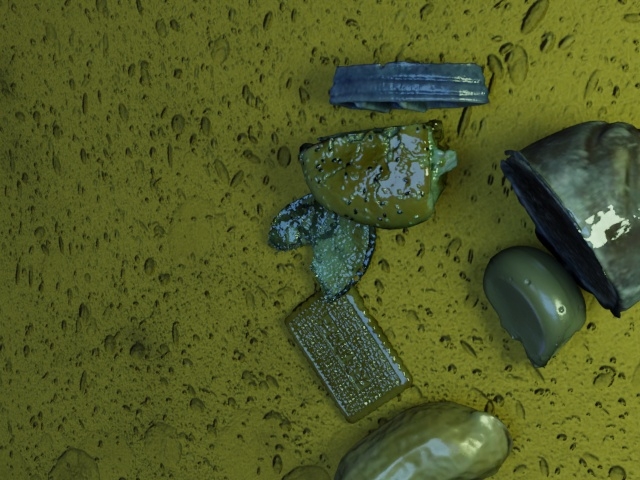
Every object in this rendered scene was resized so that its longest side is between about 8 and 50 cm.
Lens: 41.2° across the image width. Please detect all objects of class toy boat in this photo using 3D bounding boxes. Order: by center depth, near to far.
[{"bbox_3d":[0.155,-0.260,1.469,0.283,0.127,0.078,4,91,30],"label":"toy boat"}]

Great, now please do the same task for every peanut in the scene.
[{"bbox_3d":[0.169,0.389,1.515,0.340,0.158,0.174,-42,54,22],"label":"peanut"}]

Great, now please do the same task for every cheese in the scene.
[{"bbox_3d":[0.347,0.093,1.399,0.202,0.091,0.175,56,156,31],"label":"cheese"}]

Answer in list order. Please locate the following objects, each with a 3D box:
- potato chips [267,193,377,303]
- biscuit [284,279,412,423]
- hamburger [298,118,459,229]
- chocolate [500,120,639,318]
[{"bbox_3d":[0.002,0.000,1.628,0.220,0.029,0.201,26,100,24],"label":"potato chips"},{"bbox_3d":[0.048,0.208,1.633,0.172,0.029,0.254,-39,76,27],"label":"biscuit"},{"bbox_3d":[0.106,-0.112,1.486,0.288,0.168,0.192,-7,90,29],"label":"hamburger"},{"bbox_3d":[0.438,-0.065,1.273,0.213,0.303,0.303,-33,79,3],"label":"chocolate"}]
